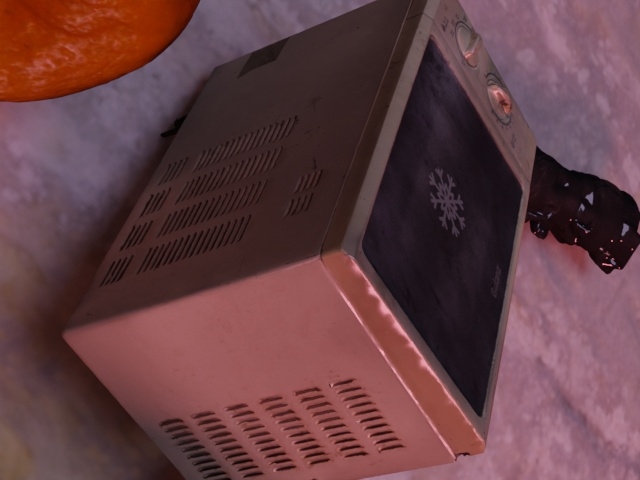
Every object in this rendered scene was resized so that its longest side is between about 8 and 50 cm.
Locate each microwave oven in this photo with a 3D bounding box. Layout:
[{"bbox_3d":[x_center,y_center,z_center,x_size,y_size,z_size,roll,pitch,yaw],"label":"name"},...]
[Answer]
[{"bbox_3d":[0.000,0.000,0.620,0.145,0.194,0.240,53,35,-26],"label":"microwave oven"}]

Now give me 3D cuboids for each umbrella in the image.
[{"bbox_3d":[0.157,-0.045,0.872,0.235,0.059,0.066,26,47,-33],"label":"umbrella"}]

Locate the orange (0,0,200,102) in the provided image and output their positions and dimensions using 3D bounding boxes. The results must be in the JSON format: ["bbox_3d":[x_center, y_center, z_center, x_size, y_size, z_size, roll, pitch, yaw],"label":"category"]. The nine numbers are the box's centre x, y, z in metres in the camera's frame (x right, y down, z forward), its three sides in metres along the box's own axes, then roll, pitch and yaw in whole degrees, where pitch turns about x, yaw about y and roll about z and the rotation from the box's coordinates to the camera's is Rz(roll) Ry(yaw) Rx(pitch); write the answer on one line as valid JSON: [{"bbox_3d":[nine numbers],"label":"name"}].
[{"bbox_3d":[-0.156,-0.186,0.522,0.249,0.249,0.183,17,58,-38],"label":"orange"}]
